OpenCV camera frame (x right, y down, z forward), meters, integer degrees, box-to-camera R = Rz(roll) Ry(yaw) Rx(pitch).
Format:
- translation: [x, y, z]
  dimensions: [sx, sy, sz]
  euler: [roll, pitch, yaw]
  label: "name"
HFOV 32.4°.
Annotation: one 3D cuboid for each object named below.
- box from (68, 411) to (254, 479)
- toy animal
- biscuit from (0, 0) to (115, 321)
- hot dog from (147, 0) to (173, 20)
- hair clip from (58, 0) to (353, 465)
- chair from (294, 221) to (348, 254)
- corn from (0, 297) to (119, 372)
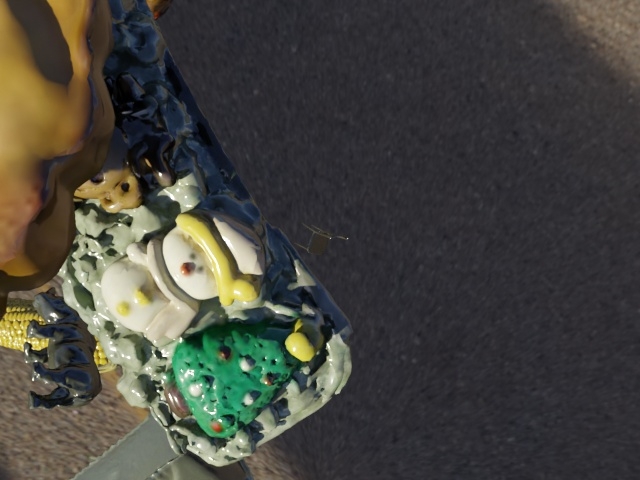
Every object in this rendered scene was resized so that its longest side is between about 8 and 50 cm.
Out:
- translation: [-0.257, 0.376, 1.631]
  dimensions: [0.274, 0.178, 0.138]
  euler: [-40, 47, -1]
  label: "box"
- translation: [-0.229, 0.091, 0.975]
  dimensions: [0.065, 0.047, 0.136]
  euler: [4, 38, -24]
  label: "toy animal"
- translation: [-0.244, -0.059, 0.488]
  dimensions: [0.325, 0.107, 0.326]
  euler: [-2, 76, 7]
  label: "biscuit"
- translation: [-0.179, -0.288, 0.744]
  dimensions: [0.223, 0.185, 0.405]
  euler: [7, 114, 0]
  label: "hot dog"
- translation: [-0.106, -0.026, 0.616]
  dimensions: [0.138, 0.091, 0.321]
  euler: [-33, 87, 0]
  label: "hair clip"
- translation: [0.000, 0.002, 1.668]
  dimensions: [0.037, 0.086, 0.042]
  euler: [7, 99, -41]
  label: "chair"
- translation: [-0.425, 0.142, 1.737]
  dimensions: [0.260, 0.091, 0.091]
  euler: [11, 103, 12]
  label: "corn"
